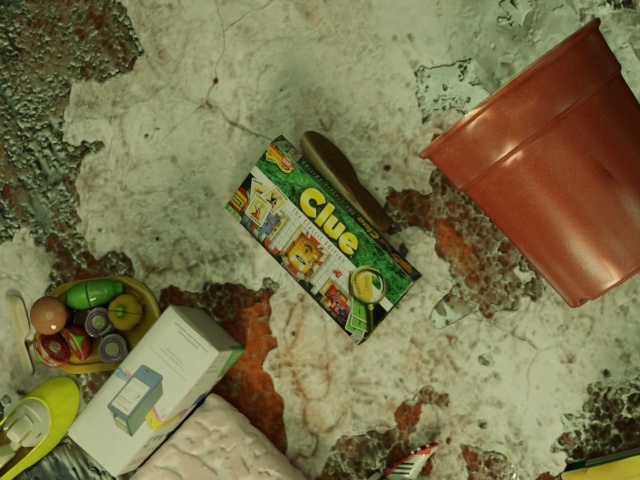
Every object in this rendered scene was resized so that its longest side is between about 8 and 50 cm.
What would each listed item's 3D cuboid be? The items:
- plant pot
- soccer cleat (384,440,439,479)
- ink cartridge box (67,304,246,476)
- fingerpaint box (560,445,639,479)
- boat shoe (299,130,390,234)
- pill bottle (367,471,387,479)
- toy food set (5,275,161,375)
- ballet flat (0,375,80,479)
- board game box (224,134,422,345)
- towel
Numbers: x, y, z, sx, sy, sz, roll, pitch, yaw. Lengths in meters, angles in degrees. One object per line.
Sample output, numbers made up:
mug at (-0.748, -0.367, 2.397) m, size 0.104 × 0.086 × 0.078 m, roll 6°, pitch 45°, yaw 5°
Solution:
plant pot at (0.304, -0.080, 1.760) m, size 0.272 × 0.272 × 0.265 m, roll -37°, pitch 89°, yaw 7°
soccer cleat at (0.121, 0.288, 1.876) m, size 0.083 × 0.029 × 0.035 m, roll -33°, pitch 89°, yaw 10°
ink cartridge box at (-0.209, 0.192, 1.882) m, size 0.093 × 0.154 × 0.212 m, roll 42°, pitch 94°, yaw 10°
fingerpaint box at (0.549, 0.392, 1.714) m, size 0.445 × 0.163 × 0.371 m, roll -17°, pitch 82°, yaw 10°
boat shoe at (0.019, -0.066, 1.904) m, size 0.059 × 0.063 × 0.170 m, roll -44°, pitch 72°, yaw 30°
pill bottle at (0.091, 0.356, 1.857) m, size 0.116 × 0.065 × 0.065 m, roll 44°, pitch 95°, yaw 11°
toy food set at (-0.326, 0.115, 1.953) m, size 0.218 × 0.071 × 0.128 m, roll -9°, pitch 84°, yaw 11°
ballet flat at (-0.414, 0.274, 1.957) m, size 0.231 × 0.077 × 0.077 m, roll -45°, pitch 79°, yaw 5°
board game box at (0.000, 0.000, 1.888) m, size 0.259 × 0.030 × 0.136 m, roll 45°, pitch 123°, yaw 11°
towel at (-0.128, 0.409, 1.847) m, size 0.332 × 0.053 × 0.317 m, roll 42°, pitch 78°, yaw 18°
